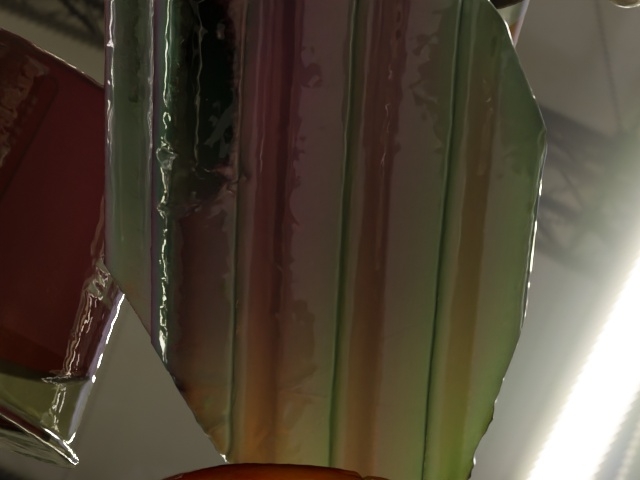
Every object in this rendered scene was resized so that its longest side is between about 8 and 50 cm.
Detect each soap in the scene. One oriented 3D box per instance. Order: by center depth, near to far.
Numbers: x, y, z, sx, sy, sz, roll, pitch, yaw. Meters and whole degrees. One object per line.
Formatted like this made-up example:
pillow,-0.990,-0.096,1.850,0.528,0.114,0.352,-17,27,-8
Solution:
soap,0.000,0.000,0.883,0.193,0.109,0.323,-9,-62,-22

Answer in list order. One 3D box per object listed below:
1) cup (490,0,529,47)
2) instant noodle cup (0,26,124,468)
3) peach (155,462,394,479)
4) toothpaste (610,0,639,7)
cup,0.026,-0.095,1.109,0.196,0.196,0.279,-1,-59,-16
instant noodle cup,-0.195,-0.006,0.986,0.235,0.235,0.178,35,-106,-30
peach,0.000,0.231,0.750,0.275,0.245,0.248,15,-35,-8
toothpaste,0.149,-0.151,0.735,0.048,0.031,0.190,-20,-20,-18
